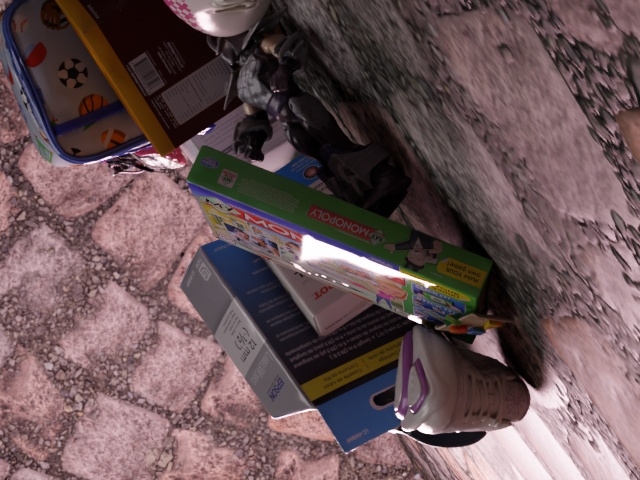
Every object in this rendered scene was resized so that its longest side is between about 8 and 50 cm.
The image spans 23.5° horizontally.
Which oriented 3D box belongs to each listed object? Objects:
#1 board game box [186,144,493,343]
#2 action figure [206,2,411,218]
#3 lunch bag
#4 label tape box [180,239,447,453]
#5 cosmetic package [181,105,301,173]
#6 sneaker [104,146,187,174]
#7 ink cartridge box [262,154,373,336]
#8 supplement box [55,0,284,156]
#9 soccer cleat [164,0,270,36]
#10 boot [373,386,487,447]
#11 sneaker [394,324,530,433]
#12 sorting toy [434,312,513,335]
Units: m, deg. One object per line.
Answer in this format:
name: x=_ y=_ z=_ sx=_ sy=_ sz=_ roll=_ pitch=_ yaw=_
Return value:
board game box: x=0.024 y=0.008 z=1.623 sx=0.317 sy=0.046 sz=0.213 roll=22 pitch=168 yaw=11
action figure: x=-0.025 y=-0.134 z=1.658 sx=0.285 sy=0.099 sz=0.185 roll=45 pitch=154 yaw=13
lunch bag: x=-0.235 y=-0.226 z=1.914 sx=0.243 sy=0.303 sz=0.115 roll=68 pitch=158 yaw=-4
label tape box: x=0.009 y=0.127 z=2.100 sx=0.347 sy=0.249 sz=0.115 roll=54 pitch=142 yaw=18
cosmetic package: x=-0.140 y=-0.173 z=2.251 sx=0.224 sy=0.138 sz=0.224 roll=55 pitch=174 yaw=14
sneaker: x=-0.277 y=-0.142 z=2.300 sx=0.120 sy=0.112 sz=0.299 roll=59 pitch=174 yaw=-9
ink cartridge box: x=0.000 y=0.000 z=2.021 sx=0.203 sy=0.148 sz=0.086 roll=52 pitch=172 yaw=23
supplement box: x=-0.164 y=-0.241 z=1.757 sx=0.129 sy=0.194 sz=0.191 roll=49 pitch=172 yaw=52
soccer cleat: x=-0.095 y=-0.264 z=1.458 sx=0.143 sy=0.116 sz=0.331 roll=53 pitch=174 yaw=24
boot: x=0.162 y=0.253 z=2.319 sx=0.263 sy=0.091 sz=0.229 roll=6 pitch=178 yaw=27
sneaker: x=0.161 y=0.158 z=1.716 sx=0.305 sy=0.152 sz=0.114 roll=17 pitch=-99 yaw=-83
sorting toy: x=0.146 y=0.086 z=1.561 sx=0.062 sy=0.083 sz=0.012 roll=-22 pitch=67 yaw=46
